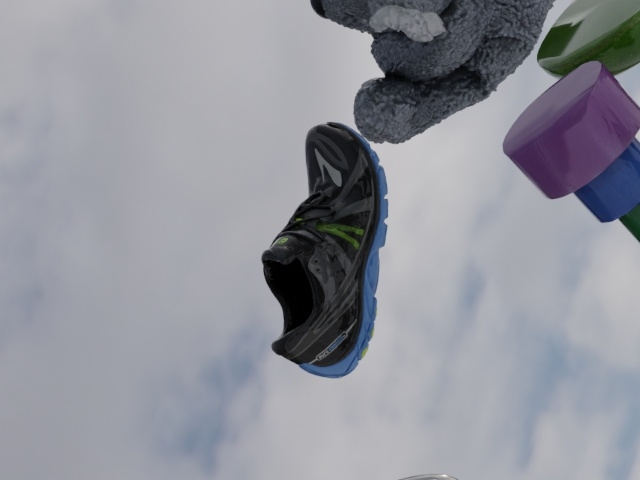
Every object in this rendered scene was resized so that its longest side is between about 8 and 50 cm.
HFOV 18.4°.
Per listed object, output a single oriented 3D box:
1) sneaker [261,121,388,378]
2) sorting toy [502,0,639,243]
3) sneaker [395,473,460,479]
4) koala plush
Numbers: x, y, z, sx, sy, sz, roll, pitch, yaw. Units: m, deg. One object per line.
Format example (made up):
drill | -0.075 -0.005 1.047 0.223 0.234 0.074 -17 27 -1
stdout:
sneaker | 0.000 0.000 1.365 0.078 0.067 0.188 15 -114 -25
sorting toy | 0.212 -0.111 1.092 0.126 0.127 0.365 46 -137 -13
sneaker | 0.001 0.309 1.571 0.124 0.295 0.178 60 -170 -25
koala plush | 0.072 -0.214 1.607 0.221 0.203 0.196 32 -139 -62
